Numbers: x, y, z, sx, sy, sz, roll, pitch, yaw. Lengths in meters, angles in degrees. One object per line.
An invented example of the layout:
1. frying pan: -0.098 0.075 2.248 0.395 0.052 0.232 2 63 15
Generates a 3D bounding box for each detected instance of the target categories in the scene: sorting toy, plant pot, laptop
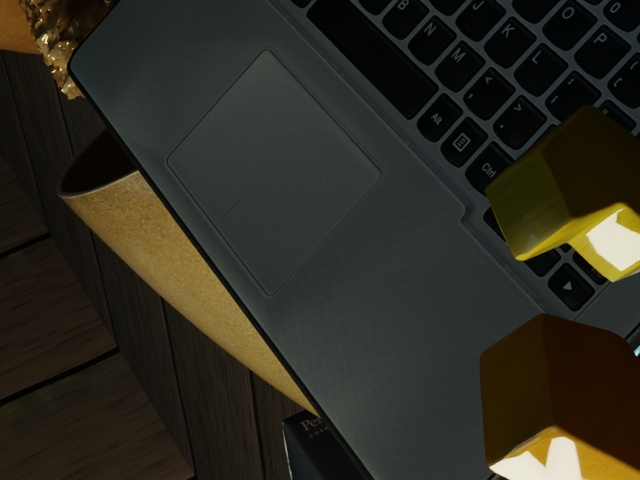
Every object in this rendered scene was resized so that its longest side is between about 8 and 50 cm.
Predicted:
1. sorting toy: 0.150 0.056 0.428 0.041 0.307 0.229 -39 34 35
2. plant pot: 0.000 0.000 1.014 0.254 0.237 0.237 56 166 -17
3. laptop: 0.027 -0.171 0.644 0.236 0.408 0.382 34 -168 -47

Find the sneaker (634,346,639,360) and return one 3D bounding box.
1. sneaker: 0.104 -0.023 0.796 0.319 0.127 0.208 56 166 -4

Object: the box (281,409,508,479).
1. box: 0.088 0.189 1.088 0.207 0.153 0.108 49 157 41

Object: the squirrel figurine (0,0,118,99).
1. squirrel figurine: -0.188 -0.289 1.182 0.397 0.281 0.370 48 150 8
